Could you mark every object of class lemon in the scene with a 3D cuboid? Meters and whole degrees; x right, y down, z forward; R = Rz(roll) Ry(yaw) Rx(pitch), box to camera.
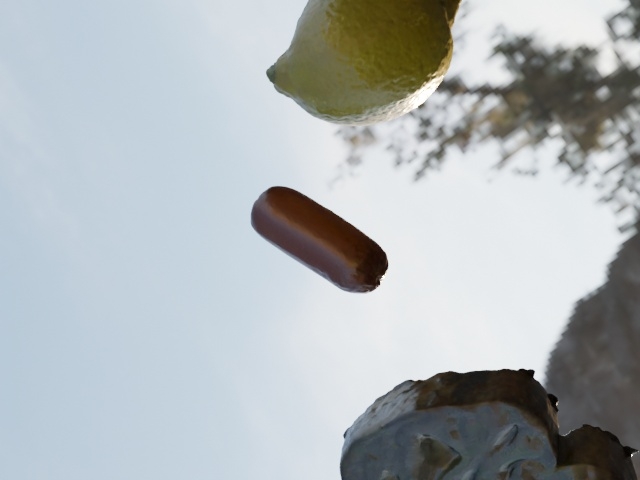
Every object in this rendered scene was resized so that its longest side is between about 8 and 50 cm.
[{"bbox_3d":[0.056,-0.225,1.856,0.187,0.244,0.187,60,171,15],"label":"lemon"}]

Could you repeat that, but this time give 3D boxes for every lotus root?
[{"bbox_3d":[0.202,0.331,1.989,0.390,0.375,0.111,27,-148,-7],"label":"lotus root"}]

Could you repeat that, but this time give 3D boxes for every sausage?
[{"bbox_3d":[0.000,0.000,1.915,0.197,0.076,0.076,32,-172,31],"label":"sausage"}]
